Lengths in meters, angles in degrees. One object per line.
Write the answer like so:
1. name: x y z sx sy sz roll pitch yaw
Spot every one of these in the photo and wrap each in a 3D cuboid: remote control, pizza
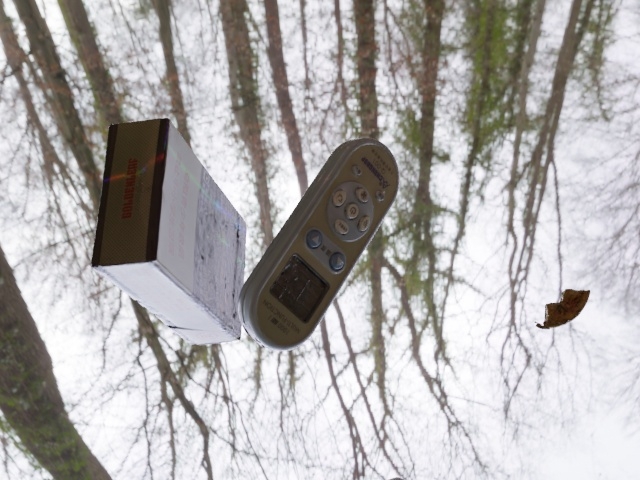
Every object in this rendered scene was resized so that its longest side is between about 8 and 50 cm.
1. remote control: 0.000 0.000 0.777 0.047 0.087 0.244 8 -121 51
2. pizza: 0.306 0.086 0.973 0.083 0.016 0.037 -34 -100 -6

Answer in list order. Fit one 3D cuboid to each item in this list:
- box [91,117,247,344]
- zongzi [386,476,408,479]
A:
1. box: -0.187 0.000 1.034 0.084 0.310 0.198 -6 -116 12
2. zongzi: 0.118 0.387 0.638 0.273 0.145 0.300 27 -104 -6
